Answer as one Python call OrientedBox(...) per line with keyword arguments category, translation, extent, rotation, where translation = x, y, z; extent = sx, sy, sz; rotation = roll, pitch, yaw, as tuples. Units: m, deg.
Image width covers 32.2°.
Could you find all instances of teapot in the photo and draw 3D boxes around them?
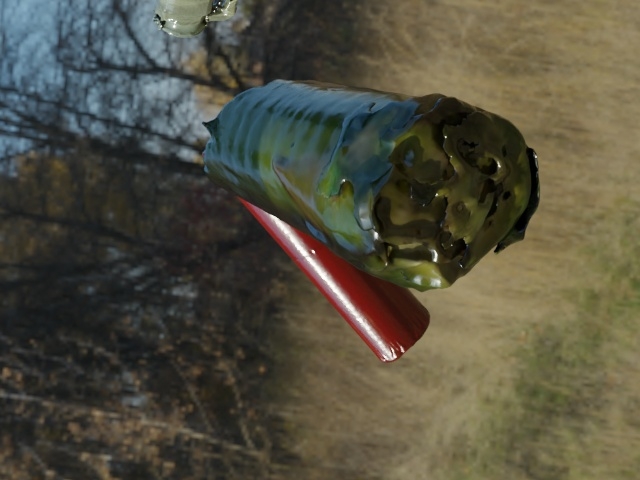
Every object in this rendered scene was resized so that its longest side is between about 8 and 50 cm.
OrientedBox(category="teapot", translation=(-0.143, -0.339, 1.346), extent=(0.200, 0.107, 0.077), rotation=(112, 153, -52))

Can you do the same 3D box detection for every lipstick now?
OrientedBox(category="lipstick", translation=(0.000, -0.001, 1.078), extent=(0.073, 0.280, 0.073), rotation=(-38, 15, 12))

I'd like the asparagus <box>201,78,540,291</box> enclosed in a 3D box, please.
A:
OrientedBox(category="asparagus", translation=(-0.002, -0.055, 0.745), extent=(0.382, 0.128, 0.108), rotation=(26, 95, 62))
